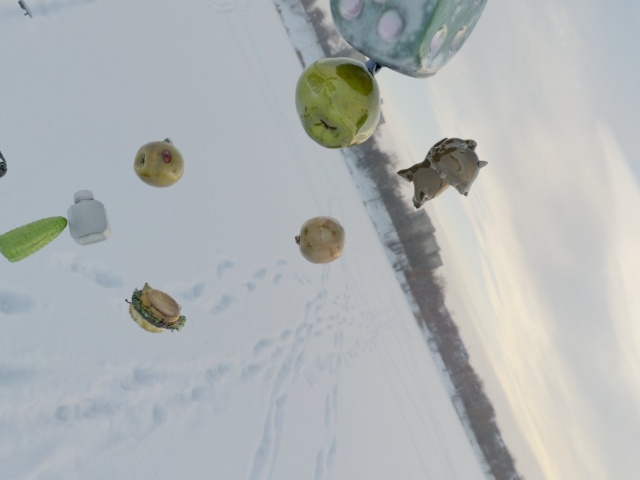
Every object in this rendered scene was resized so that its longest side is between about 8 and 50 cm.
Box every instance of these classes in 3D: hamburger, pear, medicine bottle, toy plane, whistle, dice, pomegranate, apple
[{"bbox_3d":[-0.503,0.220,1.400,0.190,0.093,0.164,40,10,-13],"label":"hamburger"},{"bbox_3d":[0.058,-0.433,1.439,0.294,0.295,0.294,-24,90,-83],"label":"pear"},{"bbox_3d":[-0.783,-0.079,1.544,0.069,0.119,0.183,104,-34,-63],"label":"medicine bottle"},{"bbox_3d":[-0.828,-0.660,1.277,0.078,0.024,0.084,26,-47,66],"label":"toy plane"},{"bbox_3d":[0.160,-0.603,1.648,0.062,0.304,0.062,17,63,-37],"label":"whistle"},{"bbox_3d":[0.246,-0.675,1.262,0.330,0.348,0.328,38,38,21],"label":"dice"},{"bbox_3d":[0.003,0.001,1.705,0.191,0.191,0.191,-24,90,-83],"label":"pomegranate"},{"bbox_3d":[-0.580,-0.273,1.640,0.155,0.183,0.182,-2,66,-54],"label":"apple"}]

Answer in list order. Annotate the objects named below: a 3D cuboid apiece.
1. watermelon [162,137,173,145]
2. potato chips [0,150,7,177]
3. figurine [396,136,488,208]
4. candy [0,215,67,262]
[{"bbox_3d":[-0.661,-0.399,1.988,0.072,0.085,0.092,46,47,-20],"label":"watermelon"},{"bbox_3d":[-0.853,-0.213,1.067,0.202,0.029,0.220,56,22,9],"label":"potato chips"},{"bbox_3d":[0.369,-0.197,1.373,0.177,0.247,0.173,55,14,-24],"label":"figurine"},{"bbox_3d":[-0.900,-0.014,1.444,0.097,0.210,0.096,38,-32,28],"label":"candy"}]
